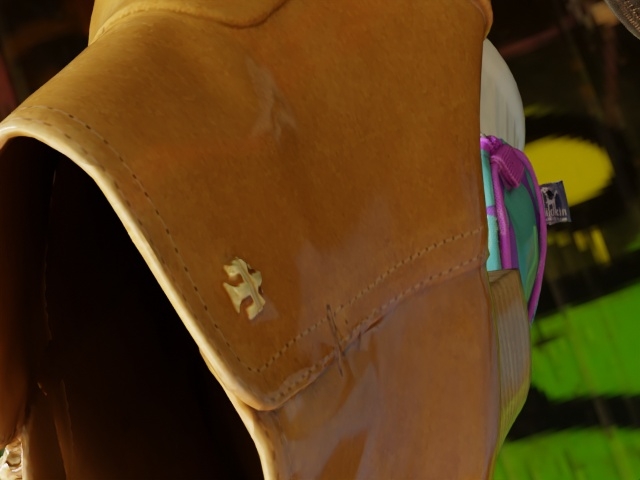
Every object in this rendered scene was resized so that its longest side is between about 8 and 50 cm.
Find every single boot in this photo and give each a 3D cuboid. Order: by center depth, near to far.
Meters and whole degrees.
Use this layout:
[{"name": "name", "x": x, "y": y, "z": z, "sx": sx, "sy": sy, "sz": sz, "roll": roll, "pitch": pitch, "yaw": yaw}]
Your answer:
[{"name": "boot", "x": -0.023, "y": -0.048, "z": 0.448, "sx": 0.104, "sy": 0.295, "sz": 0.211, "roll": -14, "pitch": 5, "yaw": 22}]

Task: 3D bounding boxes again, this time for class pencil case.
[{"name": "pencil case", "x": 0.000, "y": 0.000, "z": 0.618, "sx": 0.152, "sy": 0.070, "sz": 0.064, "roll": -1, "pitch": 8, "yaw": 25}]

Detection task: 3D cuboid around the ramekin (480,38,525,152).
[{"name": "ramekin", "x": 0.008, "y": -0.030, "z": 1.304, "sx": 0.277, "sy": 0.135, "sz": 0.277, "roll": 0, "pitch": -47, "yaw": 0}]

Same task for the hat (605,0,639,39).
[{"name": "hat", "x": 0.273, "y": -0.080, "z": 0.832, "sx": 0.331, "sy": 0.134, "sz": 0.331, "roll": 8, "pitch": -21, "yaw": 3}]
